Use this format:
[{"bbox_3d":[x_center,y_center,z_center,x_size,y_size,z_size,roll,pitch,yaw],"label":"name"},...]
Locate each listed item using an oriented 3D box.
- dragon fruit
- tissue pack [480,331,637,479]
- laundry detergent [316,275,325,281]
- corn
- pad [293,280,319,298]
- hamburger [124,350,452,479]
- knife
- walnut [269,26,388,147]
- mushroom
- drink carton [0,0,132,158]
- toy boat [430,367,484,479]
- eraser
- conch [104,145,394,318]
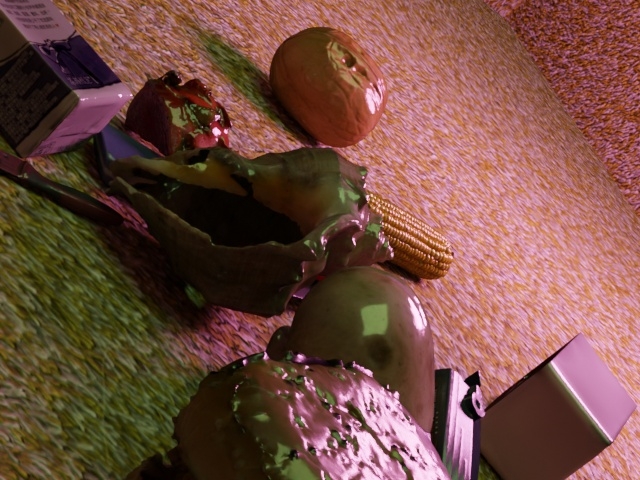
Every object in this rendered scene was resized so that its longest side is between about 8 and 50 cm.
[{"bbox_3d":[-0.166,-0.159,1.831,0.102,0.096,0.147,2,21,-46],"label":"dragon fruit"},{"bbox_3d":[0.321,0.244,2.074,0.136,0.159,0.246,52,19,7],"label":"tissue pack"},{"bbox_3d":[0.000,0.000,1.951,0.097,0.049,0.165,55,12,-9],"label":"laundry detergent"},{"bbox_3d":[0.113,-0.007,2.231,0.248,0.081,0.081,28,27,-46],"label":"corn"},{"bbox_3d":[-0.026,-0.004,1.994,0.248,0.007,0.367,55,15,19],"label":"pad"},{"bbox_3d":[-0.001,0.260,1.315,0.318,0.195,0.277,14,37,-54],"label":"hamburger"},{"bbox_3d":[-0.302,-0.069,1.576,0.247,0.018,0.035,30,27,-39],"label":"knife"},{"bbox_3d":[0.014,-0.245,2.372,0.197,0.165,0.165,53,19,-8],"label":"walnut"},{"bbox_3d":[0.031,0.143,1.596,0.184,0.255,0.255,15,8,23],"label":"mushroom"},{"bbox_3d":[-0.333,-0.207,1.656,0.222,0.102,0.134,50,21,6],"label":"drink carton"},{"bbox_3d":[0.141,0.258,1.791,0.093,0.103,0.246,52,29,-29],"label":"toy boat"},{"bbox_3d":[-0.184,-0.063,1.781,0.225,0.036,0.082,31,25,-39],"label":"eraser"},{"bbox_3d":[-0.076,-0.004,1.667,0.324,0.186,0.263,0,12,-4],"label":"conch"}]
